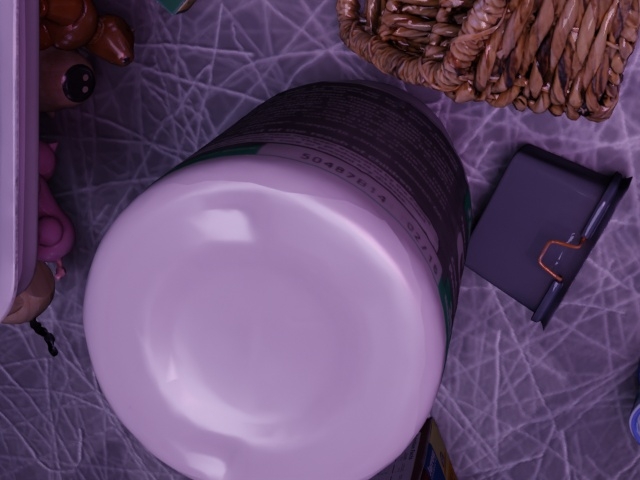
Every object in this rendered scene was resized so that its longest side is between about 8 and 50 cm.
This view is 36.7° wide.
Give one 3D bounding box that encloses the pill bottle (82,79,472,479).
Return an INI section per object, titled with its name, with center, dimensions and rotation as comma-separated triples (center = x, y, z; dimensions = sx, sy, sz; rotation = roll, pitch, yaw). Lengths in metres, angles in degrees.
[pill bottle]
center = 0.000, 0.000, 0.674
dimensions = 0.204, 0.361, 0.204
rotation = 4, 110, 11

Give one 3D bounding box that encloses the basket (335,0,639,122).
[basket]
center = 0.120, -0.245, 0.642
dimensions = 0.223, 0.213, 0.299
rotation = 15, 111, 6

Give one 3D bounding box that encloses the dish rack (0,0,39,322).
[dish rack]
center = -0.305, -0.119, 0.678
dimensions = 0.286, 0.072, 0.332
rotation = 12, 107, 21

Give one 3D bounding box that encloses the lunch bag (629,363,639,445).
[lunch bag]
center = 0.369, 0.128, 0.761
dimensions = 0.176, 0.090, 0.219
rotation = 41, 131, -5

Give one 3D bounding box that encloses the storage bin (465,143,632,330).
[storage bin]
center = 0.177, -0.009, 0.783
dimensions = 0.091, 0.098, 0.135
rotation = 29, 113, 12

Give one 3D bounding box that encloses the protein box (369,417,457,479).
[protein box]
center = 0.036, 0.301, 0.893
dimensions = 0.201, 0.136, 0.199
rotation = -17, 104, 18

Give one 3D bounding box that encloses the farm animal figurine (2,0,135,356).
[farm animal figurine]
center = -0.286, -0.116, 0.809
dimensions = 0.327, 0.172, 0.330
rotation = 31, 114, 15

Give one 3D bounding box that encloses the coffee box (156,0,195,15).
[coffee box]
center = -0.145, -0.286, 0.778
dimensions = 0.184, 0.040, 0.113
rotation = 43, 112, -4
